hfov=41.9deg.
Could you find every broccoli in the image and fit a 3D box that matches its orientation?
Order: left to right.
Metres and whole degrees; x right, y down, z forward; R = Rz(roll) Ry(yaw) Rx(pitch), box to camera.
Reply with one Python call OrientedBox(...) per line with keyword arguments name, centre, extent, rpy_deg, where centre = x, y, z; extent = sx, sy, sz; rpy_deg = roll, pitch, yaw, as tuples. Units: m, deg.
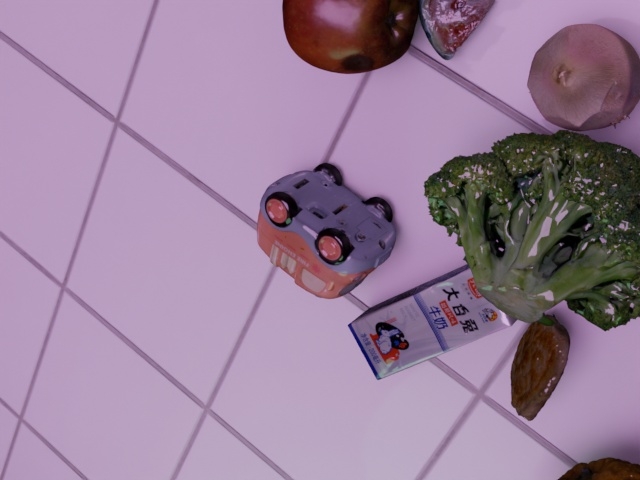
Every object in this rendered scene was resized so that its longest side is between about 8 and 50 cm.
OrientedBox(name="broccoli", centre=(0.375, -0.021, 1.299), extent=(0.413, 0.310, 0.321), rpy_deg=(39, 122, -13))

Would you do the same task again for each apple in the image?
OrientedBox(name="apple", centre=(0.055, -0.393, 1.425), extent=(0.229, 0.230, 0.230), rpy_deg=(10, 110, 28))

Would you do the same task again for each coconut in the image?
OrientedBox(name="coconut", centre=(0.404, -0.244, 1.280), extent=(0.170, 0.183, 0.171), rpy_deg=(7, 103, 33))

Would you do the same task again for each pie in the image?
OrientedBox(name="pie", centre=(0.386, 0.227, 1.468), extent=(0.078, 0.163, 0.194), rpy_deg=(19, 123, 3))

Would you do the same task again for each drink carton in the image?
OrientedBox(name="drink carton", centre=(0.215, 0.144, 1.568), extent=(0.314, 0.106, 0.131), rpy_deg=(-28, 92, 34))

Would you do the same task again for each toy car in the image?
OrientedBox(name="toy car", centre=(0.000, 0.000, 1.618), extent=(0.270, 0.180, 0.213), rpy_deg=(35, 131, 18))

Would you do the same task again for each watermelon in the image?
OrientedBox(name="watermelon", centre=(0.222, -0.403, 1.414), extent=(0.139, 0.071, 0.187), rpy_deg=(-8, 101, 28))

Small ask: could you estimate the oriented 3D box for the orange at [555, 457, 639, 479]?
OrientedBox(name="orange", centre=(0.521, 0.547, 1.400), extent=(0.322, 0.322, 0.357), rpy_deg=(-27, 82, 34))
